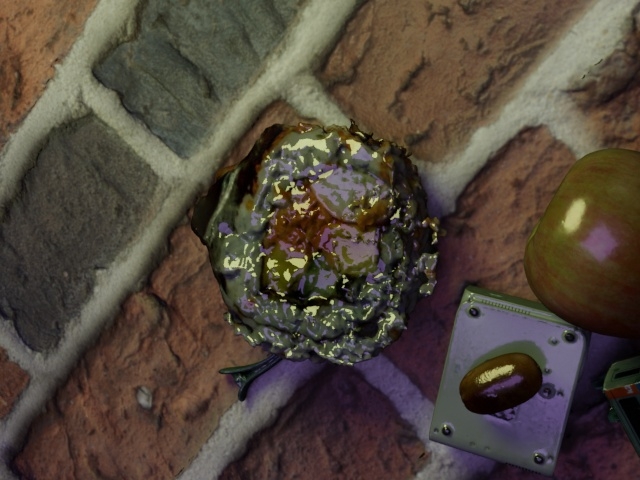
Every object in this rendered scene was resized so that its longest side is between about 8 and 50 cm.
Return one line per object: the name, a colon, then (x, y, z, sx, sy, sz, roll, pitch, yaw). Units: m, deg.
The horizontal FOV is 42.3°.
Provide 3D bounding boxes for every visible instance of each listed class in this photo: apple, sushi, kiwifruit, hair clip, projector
apple: (0.413, 0.010, 1.139, 0.234, 0.257, 0.256, 34, 104, 13)
sushi: (0.003, 0.003, 1.326, 0.418, 0.176, 0.417, -1, 88, 15)
kiwifruit: (0.260, 0.206, 1.190, 0.124, 0.075, 0.075, -31, 84, 23)
hair clip: (-0.074, 0.189, 1.443, 0.229, 0.039, 0.070, -39, 82, 13)
projector: (0.292, 0.214, 1.273, 0.198, 0.108, 0.250, 15, 99, 17)

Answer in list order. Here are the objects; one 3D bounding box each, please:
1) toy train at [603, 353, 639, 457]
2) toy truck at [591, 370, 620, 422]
toy train: (0.526, 0.352, 1.176, 0.089, 0.086, 0.409, -23, 101, 36)
toy truck: (0.488, 0.217, 1.221, 0.154, 0.078, 0.080, -26, 84, 20)
